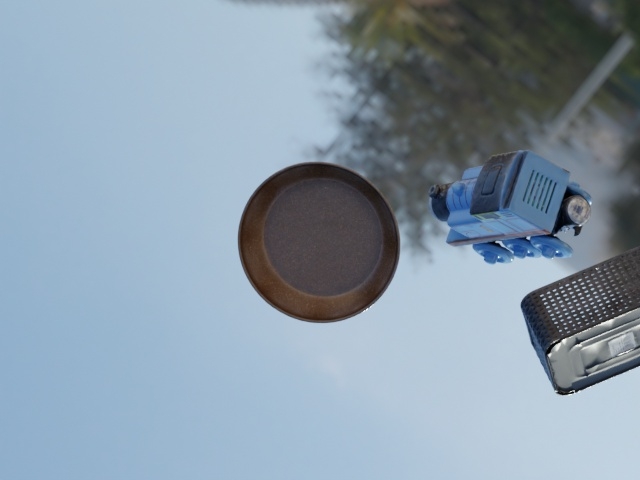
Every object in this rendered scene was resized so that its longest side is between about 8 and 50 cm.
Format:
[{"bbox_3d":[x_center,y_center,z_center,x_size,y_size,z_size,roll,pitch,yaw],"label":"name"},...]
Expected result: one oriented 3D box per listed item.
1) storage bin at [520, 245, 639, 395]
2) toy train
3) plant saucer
[{"bbox_3d":[0.346,0.098,2.393,0.122,0.180,0.084,68,180,-50],"label":"storage bin"},{"bbox_3d":[0.174,-0.031,1.848,0.105,0.080,0.184,29,164,-24],"label":"toy train"},{"bbox_3d":[0.000,0.000,2.379,0.198,0.198,0.036,38,-165,0],"label":"plant saucer"}]
